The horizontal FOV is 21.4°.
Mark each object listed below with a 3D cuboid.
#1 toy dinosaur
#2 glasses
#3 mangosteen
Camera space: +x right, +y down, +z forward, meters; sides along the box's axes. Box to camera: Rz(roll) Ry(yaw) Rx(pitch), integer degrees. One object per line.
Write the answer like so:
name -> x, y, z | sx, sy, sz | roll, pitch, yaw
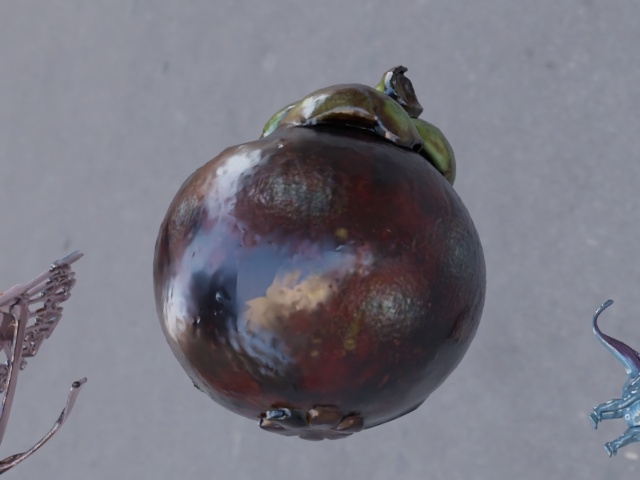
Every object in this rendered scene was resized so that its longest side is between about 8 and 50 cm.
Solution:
toy dinosaur -> 0.278, 0.147, 1.486 | 0.045, 0.080, 0.197 | 74, 174, -72
glasses -> -0.237, 0.126, 1.280 | 0.255, 0.095, 0.162 | -58, -2, 9
mangosteen -> 0.004, 0.019, 1.452 | 0.311, 0.311, 0.311 | -34, 48, 50
